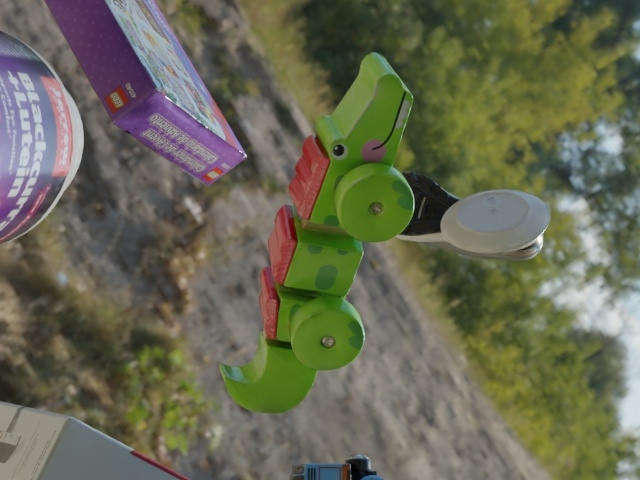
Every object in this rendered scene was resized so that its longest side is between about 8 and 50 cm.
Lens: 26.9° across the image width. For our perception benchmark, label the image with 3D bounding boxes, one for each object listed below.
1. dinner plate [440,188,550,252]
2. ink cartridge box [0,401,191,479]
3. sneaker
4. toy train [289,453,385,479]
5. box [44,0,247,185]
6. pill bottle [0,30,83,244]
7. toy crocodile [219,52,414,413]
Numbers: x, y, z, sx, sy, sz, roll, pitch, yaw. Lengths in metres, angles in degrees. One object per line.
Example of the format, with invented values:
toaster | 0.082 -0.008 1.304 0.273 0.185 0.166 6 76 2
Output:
dinner plate | 0.224 -0.031 1.720 0.141 0.141 0.017 -123 -162 -55
ink cartridge box | -0.311 0.300 1.682 0.197 0.114 0.273 34 -18 -26
sneaker | 0.186 -0.021 1.890 0.272 0.100 0.108 13 -21 25
toy train | 0.018 0.322 1.434 0.080 0.105 0.184 140 -49 -74
box | -0.199 -0.207 1.337 0.293 0.057 0.201 59 11 24
pill bottle | -0.172 -0.046 0.595 0.108 0.108 0.193 59 8 0
toy crocodile | 0.000 0.000 1.165 0.115 0.105 0.340 -108 -147 -59
